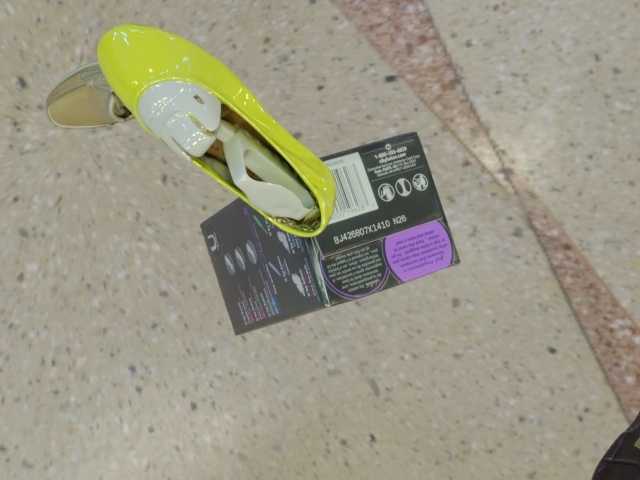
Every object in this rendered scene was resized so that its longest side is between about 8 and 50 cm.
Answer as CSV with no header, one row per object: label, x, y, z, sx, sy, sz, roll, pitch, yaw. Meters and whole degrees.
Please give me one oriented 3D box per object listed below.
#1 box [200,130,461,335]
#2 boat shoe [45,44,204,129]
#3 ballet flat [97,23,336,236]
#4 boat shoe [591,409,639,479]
box,0.000,0.000,1.117,0.165,0.270,0.143,-17,86,-26
boat shoe,-0.203,-0.146,1.052,0.190,0.072,0.068,-16,124,22
ballet flat,-0.074,-0.078,0.803,0.231,0.077,0.077,37,119,-27
boat shoe,0.396,0.202,1.132,0.257,0.095,0.095,-45,132,-3
